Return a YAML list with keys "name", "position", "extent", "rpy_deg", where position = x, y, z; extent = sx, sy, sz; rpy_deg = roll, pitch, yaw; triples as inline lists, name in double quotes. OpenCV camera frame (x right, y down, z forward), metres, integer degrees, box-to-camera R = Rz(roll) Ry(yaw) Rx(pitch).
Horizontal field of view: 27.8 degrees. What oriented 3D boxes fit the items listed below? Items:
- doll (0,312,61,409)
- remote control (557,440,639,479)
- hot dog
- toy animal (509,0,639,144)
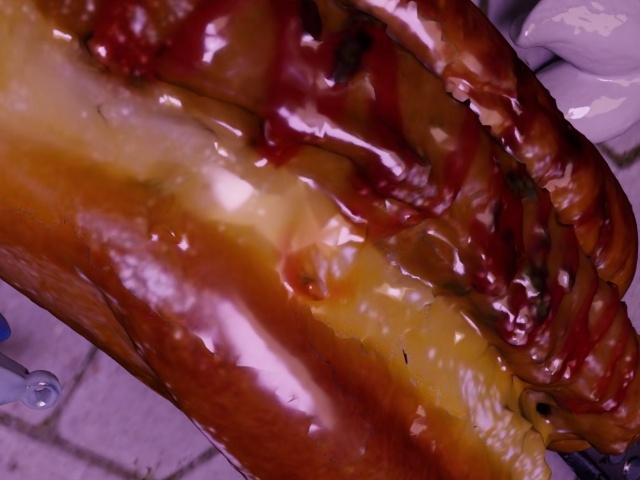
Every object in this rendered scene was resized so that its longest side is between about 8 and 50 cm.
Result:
- name: "doll"
  position: [-0.191, 0.050, 0.481]
  extent: [0.195, 0.070, 0.096]
  rpy_deg: [6, 124, -30]
- name: "remote control"
  position: [0.173, 0.110, 0.784]
  extent: [0.266, 0.066, 0.090]
  rpy_deg: [46, 62, -33]
- name: "hot dog"
  position: [0.001, -0.002, 0.509]
  extent: [0.185, 0.223, 0.405]
  rpy_deg: [-53, 128, -7]
- name: "toy animal"
  position: [0.195, -0.107, 0.718]
  extent: [0.220, 0.131, 0.104]
  rpy_deg: [5, 138, -13]
